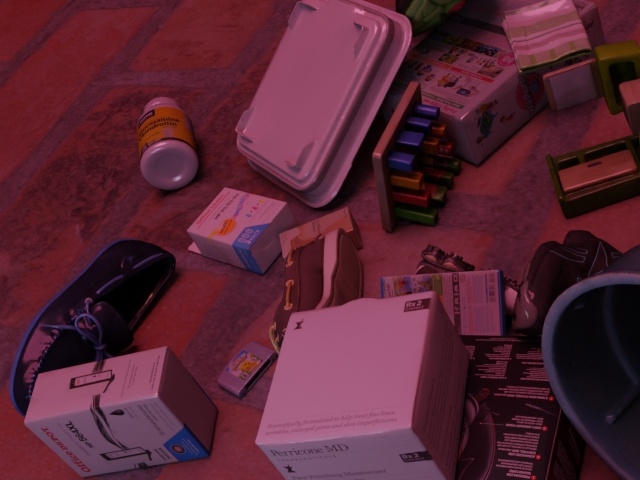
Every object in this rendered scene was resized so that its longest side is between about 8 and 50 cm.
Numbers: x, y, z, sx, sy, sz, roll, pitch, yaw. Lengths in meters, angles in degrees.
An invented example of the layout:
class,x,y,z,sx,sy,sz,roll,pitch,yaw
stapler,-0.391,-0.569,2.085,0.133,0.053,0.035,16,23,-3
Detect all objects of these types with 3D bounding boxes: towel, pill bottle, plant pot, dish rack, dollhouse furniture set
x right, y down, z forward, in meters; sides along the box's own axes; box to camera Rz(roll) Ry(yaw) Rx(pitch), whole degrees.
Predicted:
class,x,y,z,sx,sy,sz,roll,pitch,yaw
towel,0.337,-0.313,1.541,0.113,0.023,0.152,-17,41,12
pill bottle,-0.278,-0.181,1.850,0.103,0.103,0.184,-24,39,6
plant pot,0.450,0.069,0.994,0.341,0.341,0.334,20,52,43
dish rack,-0.015,-0.245,1.661,0.285,0.072,0.333,35,101,50
dollhouse furniture set,0.369,-0.081,1.281,0.151,0.197,0.301,-16,40,13

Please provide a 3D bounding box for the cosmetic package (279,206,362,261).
class,x,y,z,sx,sy,sz,roll,pitch,yaw
cosmetic package,0.000,0.000,1.537,0.115,0.041,0.060,-23,39,8

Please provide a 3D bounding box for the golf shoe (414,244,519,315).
class,x,y,z,sx,sy,sz,roll,pitch,yaw
golf shoe,0.201,0.079,1.323,0.198,0.077,0.094,23,83,43

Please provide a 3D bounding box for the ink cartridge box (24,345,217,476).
class,x,y,z,sx,sy,sz,roll,pitch,yaw
ink cartridge box,-0.262,0.231,1.360,0.203,0.148,0.086,-14,43,19

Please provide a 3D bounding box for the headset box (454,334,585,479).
class,x,y,z,sx,sy,sz,roll,pitch,yaw
headset box,0.161,0.248,1.119,0.218,0.110,0.293,-3,46,29

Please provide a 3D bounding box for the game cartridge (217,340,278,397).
class,x,y,z,sx,sy,sz,roll,pitch,yaw
game cartridge,-0.104,0.177,1.429,0.056,0.017,0.083,16,57,46

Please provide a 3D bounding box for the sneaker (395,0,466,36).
class,x,y,z,sx,sy,sz,roll,pitch,yaw
sneaker,0.166,-0.477,1.729,0.185,0.202,0.483,-37,14,12

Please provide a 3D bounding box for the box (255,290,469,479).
class,x,y,z,sx,sy,sz,roll,pitch,yaw
box,0.050,0.166,1.094,0.181,0.119,0.182,-11,42,27

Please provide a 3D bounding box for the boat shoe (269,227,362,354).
class,x,y,z,sx,sy,sz,roll,pitch,yaw
boat shoe,-0.011,0.111,1.372,0.096,0.117,0.324,-18,36,21

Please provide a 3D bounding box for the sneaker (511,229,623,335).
class,x,y,z,sx,sy,sz,roll,pitch,yaw
sneaker,0.305,0.050,1.194,0.106,0.101,0.267,22,26,26

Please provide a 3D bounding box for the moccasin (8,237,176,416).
class,x,y,z,sx,sy,sz,roll,pitch,yaw
moccasin,-0.336,0.118,1.539,0.116,0.138,0.342,5,51,29

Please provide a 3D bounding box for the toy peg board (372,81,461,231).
class,x,y,z,sx,sy,sz,roll,pitch,yaw
toy peg board,0.147,-0.116,1.494,0.079,0.161,0.161,13,53,20

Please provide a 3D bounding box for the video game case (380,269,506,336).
class,x,y,z,sx,sy,sz,roll,pitch,yaw
video game case,0.153,0.101,1.297,0.166,0.015,0.119,-5,84,31

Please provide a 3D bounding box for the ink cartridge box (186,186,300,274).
class,x,y,z,sx,sy,sz,roll,pitch,yaw
ink cartridge box,-0.135,-0.021,1.624,0.181,0.061,0.104,15,56,41

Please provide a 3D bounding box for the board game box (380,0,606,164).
class,x,y,z,sx,sy,sz,roll,pitch,yaw
board game box,0.266,-0.276,1.635,0.303,0.097,0.224,-40,39,-16
